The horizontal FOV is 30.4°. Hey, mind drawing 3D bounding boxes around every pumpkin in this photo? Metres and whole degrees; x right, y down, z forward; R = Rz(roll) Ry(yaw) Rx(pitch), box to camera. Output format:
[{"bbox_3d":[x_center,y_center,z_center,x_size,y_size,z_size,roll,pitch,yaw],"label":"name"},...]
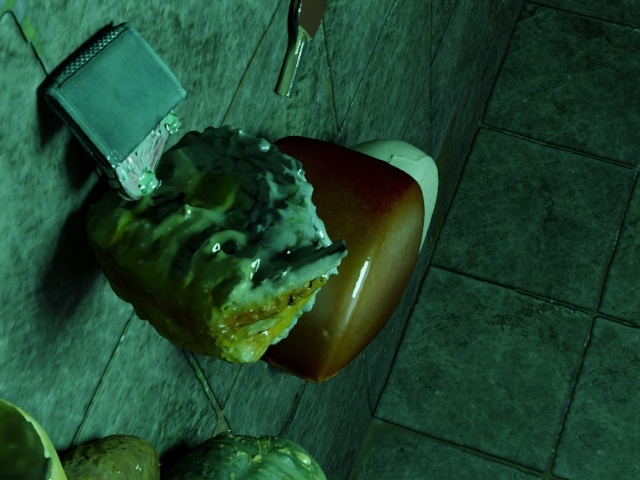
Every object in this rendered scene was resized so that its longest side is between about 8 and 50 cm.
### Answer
[{"bbox_3d":[-0.099,0.394,1.536,0.291,0.257,0.327,-49,162,-34],"label":"pumpkin"}]

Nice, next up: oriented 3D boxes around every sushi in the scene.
[{"bbox_3d":[-0.088,0.007,1.074,0.184,0.274,0.139,-44,146,-21],"label":"sushi"}]

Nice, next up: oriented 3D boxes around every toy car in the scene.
[{"bbox_3d":[-0.168,-0.096,1.053,0.142,0.055,0.069,-76,150,-44],"label":"toy car"}]

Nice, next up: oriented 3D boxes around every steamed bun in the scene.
[{"bbox_3d":[0.060,-0.029,1.845,0.283,0.177,0.283,19,90,-74],"label":"steamed bun"},{"bbox_3d":[0.000,0.000,1.489,0.379,0.235,0.248,-31,142,-70],"label":"steamed bun"}]

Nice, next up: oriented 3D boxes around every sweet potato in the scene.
[{"bbox_3d":[-0.228,0.256,1.180,0.114,0.092,0.341,-59,170,13],"label":"sweet potato"}]

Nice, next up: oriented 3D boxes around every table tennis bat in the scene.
[{"bbox_3d":[-0.018,-0.293,1.534,0.130,0.019,0.220,15,90,-78],"label":"table tennis bat"}]

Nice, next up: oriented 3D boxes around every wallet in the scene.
[{"bbox_3d":[-0.173,-0.122,0.984,0.088,0.026,0.129,52,41,-16],"label":"wallet"}]

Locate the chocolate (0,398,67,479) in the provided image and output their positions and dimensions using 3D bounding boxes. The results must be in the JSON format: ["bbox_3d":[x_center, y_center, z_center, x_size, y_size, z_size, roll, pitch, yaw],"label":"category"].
[{"bbox_3d":[-0.251,0.291,0.944,0.445,0.162,0.162,86,24,-52],"label":"chocolate"}]

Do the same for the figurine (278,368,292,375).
[{"bbox_3d":[-0.019,0.162,1.920,0.138,0.125,0.125,116,-1,-58],"label":"figurine"}]
